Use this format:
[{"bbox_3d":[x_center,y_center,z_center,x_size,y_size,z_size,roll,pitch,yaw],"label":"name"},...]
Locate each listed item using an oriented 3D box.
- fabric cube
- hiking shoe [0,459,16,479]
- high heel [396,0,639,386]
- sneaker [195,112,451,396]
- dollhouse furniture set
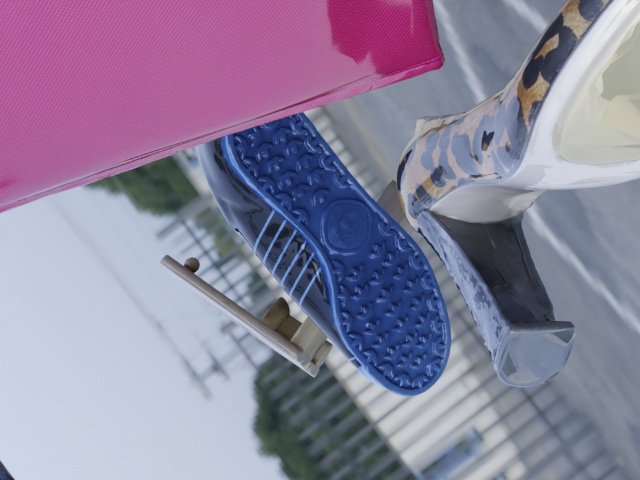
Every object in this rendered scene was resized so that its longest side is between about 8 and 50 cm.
[{"bbox_3d":[-0.115,-0.197,0.647,0.258,0.254,0.259,70,-179,-59],"label":"fabric cube"},{"bbox_3d":[-0.133,0.206,0.689,0.132,0.113,0.304,-112,16,-49],"label":"hiking shoe"},{"bbox_3d":[0.104,-0.086,0.719,0.186,0.093,0.261,-111,34,-50],"label":"high heel"},{"bbox_3d":[0.000,0.000,1.011,0.232,0.081,0.090,57,163,-16],"label":"sneaker"},{"bbox_3d":[-0.016,0.005,1.173,0.123,0.151,0.144,34,173,12],"label":"dollhouse furniture set"}]
